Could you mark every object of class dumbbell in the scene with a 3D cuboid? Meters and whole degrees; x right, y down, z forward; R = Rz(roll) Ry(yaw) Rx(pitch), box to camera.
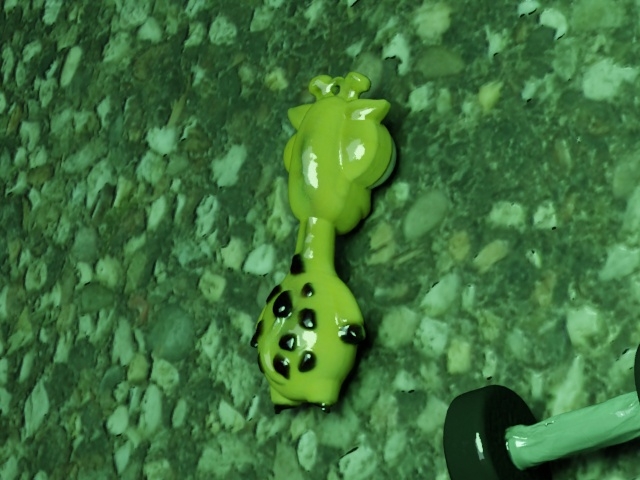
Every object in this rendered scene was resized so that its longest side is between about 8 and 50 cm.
[{"bbox_3d":[0.188,0.130,1.138,0.191,0.100,0.100,-21,60,31],"label":"dumbbell"}]

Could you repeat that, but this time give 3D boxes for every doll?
[{"bbox_3d":[0.000,0.000,1.357,0.117,0.086,0.291,-3,72,34],"label":"doll"}]
